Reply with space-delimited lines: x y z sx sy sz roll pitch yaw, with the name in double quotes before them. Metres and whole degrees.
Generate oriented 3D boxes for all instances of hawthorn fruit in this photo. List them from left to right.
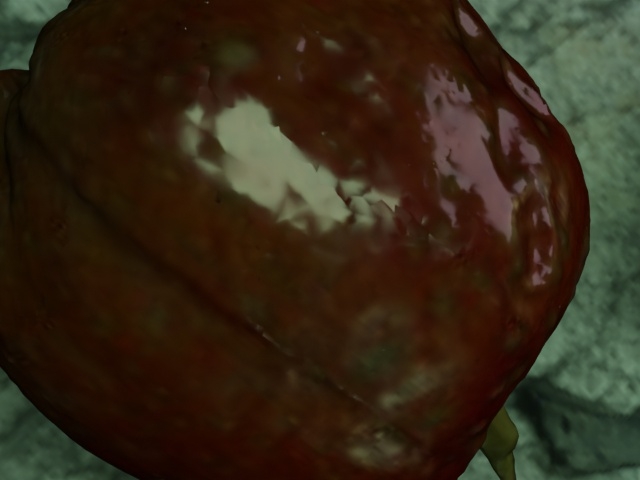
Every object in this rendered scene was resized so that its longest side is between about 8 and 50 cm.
"hawthorn fruit" -0.018 -0.016 0.721 0.261 0.258 0.258 24 73 21
